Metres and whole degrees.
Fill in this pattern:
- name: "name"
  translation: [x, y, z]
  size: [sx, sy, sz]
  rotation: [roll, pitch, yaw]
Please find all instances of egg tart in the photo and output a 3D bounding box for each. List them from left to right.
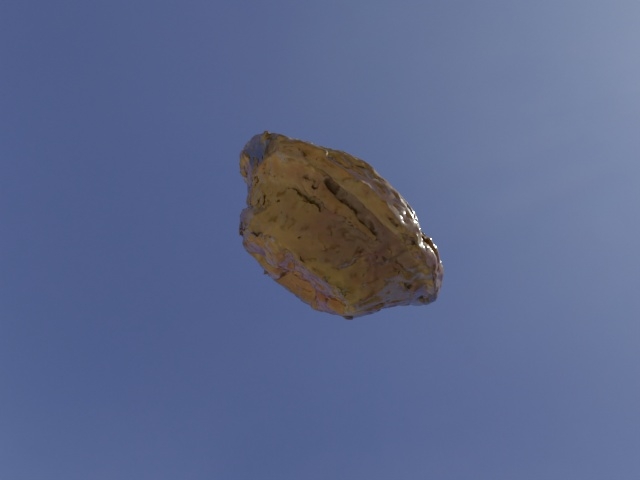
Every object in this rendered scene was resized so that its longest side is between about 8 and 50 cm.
- name: "egg tart"
  translation: [0.000, 0.000, 0.772]
  size: [0.352, 0.150, 0.352]
  rotation: [37, -15, 11]
